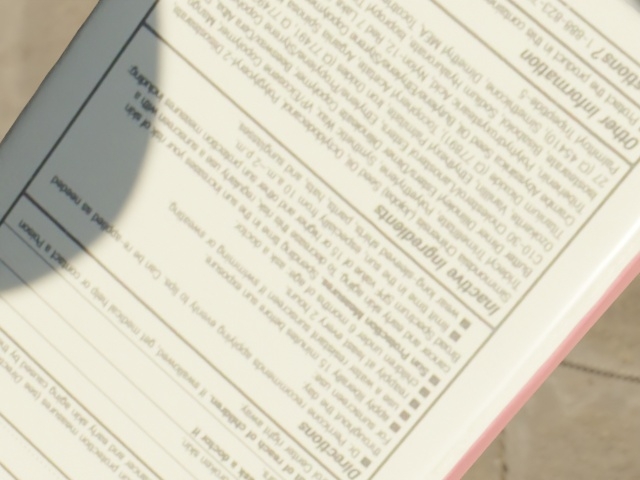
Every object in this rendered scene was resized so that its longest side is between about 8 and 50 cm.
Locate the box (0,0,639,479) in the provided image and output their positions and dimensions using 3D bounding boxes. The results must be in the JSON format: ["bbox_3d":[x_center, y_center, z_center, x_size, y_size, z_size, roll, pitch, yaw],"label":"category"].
[{"bbox_3d":[0.000,0.000,0.504,0.148,0.232,0.127,42,19,9],"label":"box"}]
